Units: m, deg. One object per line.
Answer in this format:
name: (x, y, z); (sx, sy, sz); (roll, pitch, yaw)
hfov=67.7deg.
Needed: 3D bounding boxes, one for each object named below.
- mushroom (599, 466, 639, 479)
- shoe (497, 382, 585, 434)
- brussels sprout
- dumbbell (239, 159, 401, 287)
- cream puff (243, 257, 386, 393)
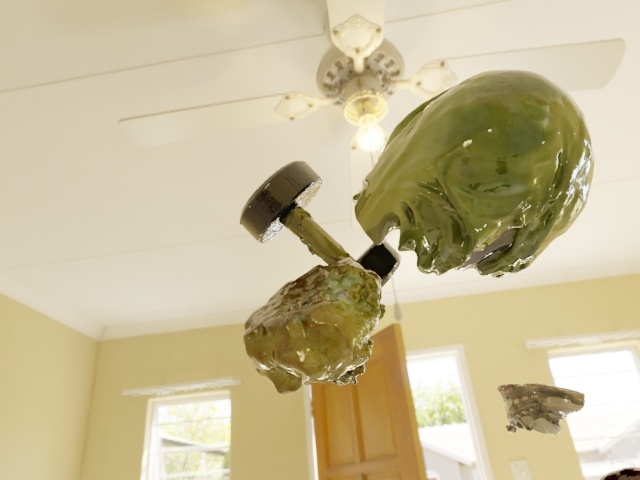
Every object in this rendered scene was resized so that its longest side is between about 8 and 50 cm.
mushroom: (0.309, 0.266, 0.434); (0.087, 0.127, 0.127); (-16, -18, -37)
shoe: (0.412, 0.321, 0.905); (0.088, 0.092, 0.180); (15, -21, -21)
brussels sprout: (0.300, -0.133, 0.883); (0.425, 0.342, 0.361); (-4, -53, -41)
dumbbell: (0.000, 0.000, 1.048); (0.204, 0.322, 0.204); (-45, -4, -4)
cream puff: (0.006, 0.161, 0.834); (0.281, 0.185, 0.282); (-27, 11, 6)
